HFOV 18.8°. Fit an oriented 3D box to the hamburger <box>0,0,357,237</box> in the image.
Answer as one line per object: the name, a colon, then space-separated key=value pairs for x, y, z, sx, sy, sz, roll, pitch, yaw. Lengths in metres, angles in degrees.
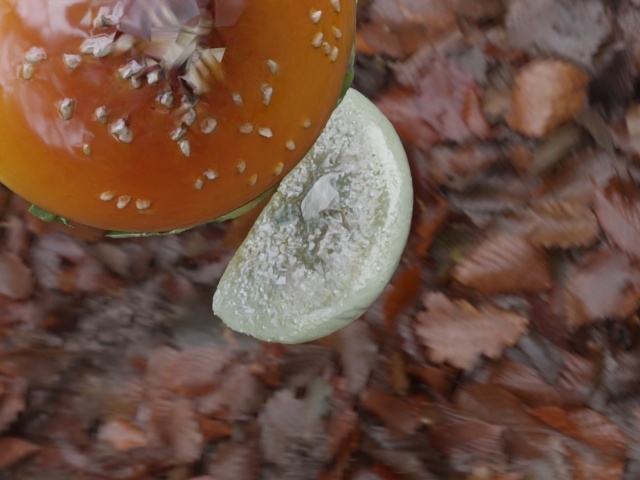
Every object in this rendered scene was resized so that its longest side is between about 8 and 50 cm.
hamburger: x=-0.086 y=-0.116 z=0.972 sx=0.246 sy=0.170 sz=0.246 roll=-5 pitch=106 yaw=-18

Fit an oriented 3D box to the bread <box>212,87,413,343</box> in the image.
bread: x=0.004 y=-0.001 z=1.352 sx=0.112 sy=0.036 sz=0.193 roll=38 pitch=103 yaw=31
